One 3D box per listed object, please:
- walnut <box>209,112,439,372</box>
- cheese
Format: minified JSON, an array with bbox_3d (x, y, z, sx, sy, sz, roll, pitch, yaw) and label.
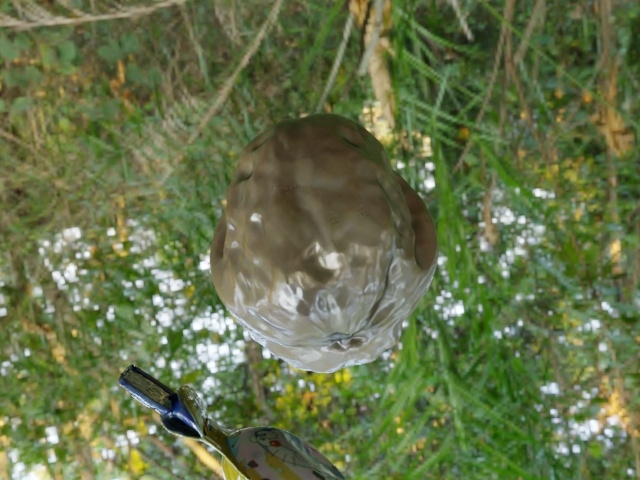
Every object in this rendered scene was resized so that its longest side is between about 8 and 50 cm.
[{"bbox_3d":[0.002,0.002,0.967,0.227,0.273,0.273,-30,-179,22],"label":"walnut"},{"bbox_3d":[-0.054,0.176,0.714,0.250,0.064,0.156,35,178,-5],"label":"cheese"}]
